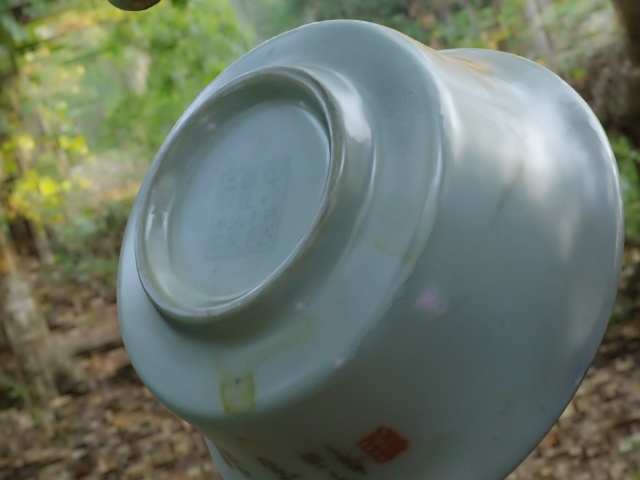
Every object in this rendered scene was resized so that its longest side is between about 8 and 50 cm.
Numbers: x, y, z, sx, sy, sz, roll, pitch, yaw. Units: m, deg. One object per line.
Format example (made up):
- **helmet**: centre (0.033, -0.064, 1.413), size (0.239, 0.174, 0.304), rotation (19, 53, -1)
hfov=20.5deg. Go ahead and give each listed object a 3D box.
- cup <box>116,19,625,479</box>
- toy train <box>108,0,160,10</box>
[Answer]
- **cup**: centre (0.000, 0.000, 1.101), size (0.347, 0.347, 0.163), rotation (-17, -34, 36)
- **toy train**: centre (-0.094, -0.166, 0.636), size (0.116, 0.177, 0.285), rotation (-28, 19, -25)
